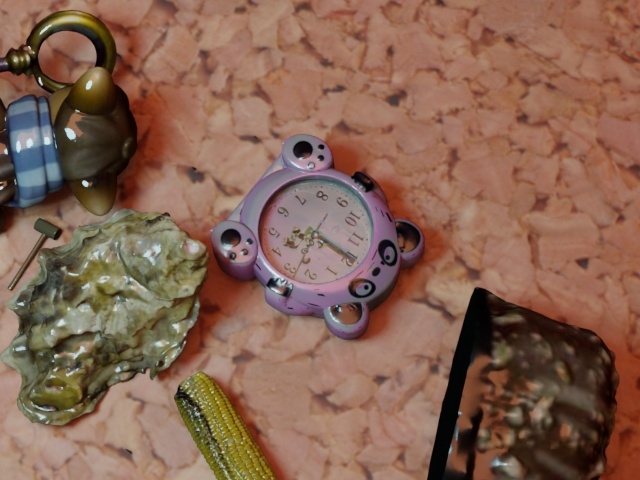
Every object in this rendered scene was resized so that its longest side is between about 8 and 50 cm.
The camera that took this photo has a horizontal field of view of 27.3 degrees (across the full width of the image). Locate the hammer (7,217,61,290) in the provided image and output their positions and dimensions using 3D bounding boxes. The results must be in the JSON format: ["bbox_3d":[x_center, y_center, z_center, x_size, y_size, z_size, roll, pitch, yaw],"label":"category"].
[{"bbox_3d":[-0.409,0.023,1.858,0.035,0.019,0.110,28,79,12],"label":"hammer"}]

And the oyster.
[{"bbox_3d":[-0.286,0.084,1.755,0.351,0.115,0.238,-30,81,21],"label":"oyster"}]

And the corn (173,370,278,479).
[{"bbox_3d":[-0.125,0.263,1.731,0.072,0.072,0.203,-30,72,-8],"label":"corn"}]

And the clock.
[{"bbox_3d":[0.000,0.000,1.810,0.248,0.090,0.227,35,76,12],"label":"clock"}]

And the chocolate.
[{"bbox_3d":[0.259,0.239,1.649,0.210,0.225,0.340,14,75,-1],"label":"chocolate"}]

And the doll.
[{"bbox_3d":[-0.423,-0.147,1.838,0.340,0.209,0.317,-8,101,1],"label":"doll"}]
